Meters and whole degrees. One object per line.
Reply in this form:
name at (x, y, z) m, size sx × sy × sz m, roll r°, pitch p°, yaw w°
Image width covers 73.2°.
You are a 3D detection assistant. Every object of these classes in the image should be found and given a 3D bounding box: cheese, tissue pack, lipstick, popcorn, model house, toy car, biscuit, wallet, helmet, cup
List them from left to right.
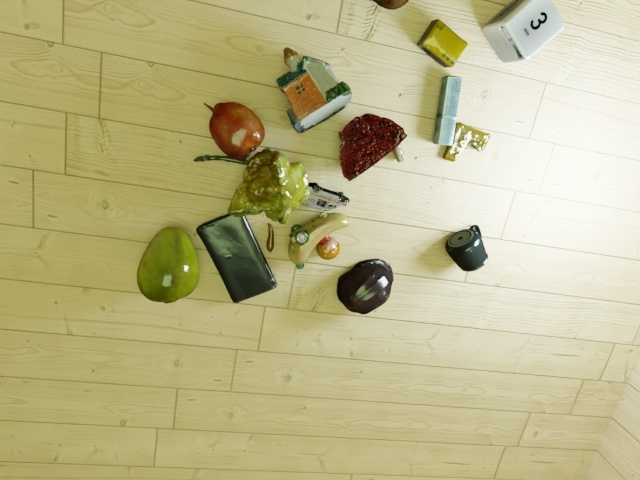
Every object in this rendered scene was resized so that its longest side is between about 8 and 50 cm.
wallet at (-0.376, 0.078, 1.960) m, size 0.228 × 0.062 × 0.406 m, roll -22°, pitch 111°, yaw -1°
popcorn at (-0.187, -0.197, 1.767) m, size 0.321 × 0.325 × 0.290 m, roll -49°, pitch 150°, yaw 21°
model house at (-0.055, -0.631, 1.737) m, size 0.271 × 0.190 × 0.300 m, roll -30°, pitch 94°, yaw 6°
toy car at (0.022, -0.182, 1.917) m, size 0.210 × 0.089 × 0.108 m, roll 17°, pitch 105°, yaw -11°
helmet at (0.226, 0.228, 2.037) m, size 0.305 × 0.177 × 0.225 m, roll -34°, pitch 107°, yaw 5°
cheese at (0.323, -0.434, 1.891) m, size 0.043 × 0.065 × 0.194 m, roll -23°, pitch 111°, yaw 7°
tissue pack at (0.505, -0.813, 1.784) m, size 0.169 × 0.082 × 0.120 m, roll 31°, pitch 100°, yaw -16°
lipstick at (0.553, -0.564, 1.875) m, size 0.078 × 0.076 × 0.289 m, roll 2°, pitch 108°, yaw -8°
biscuit at (0.665, -0.431, 1.955) m, size 0.183 × 0.039 × 0.174 m, roll 12°, pitch 104°, yaw -11°
cup at (0.716, 0.030, 2.061) m, size 0.223 × 0.169 × 0.176 m, roll -48°, pitch 115°, yaw -24°

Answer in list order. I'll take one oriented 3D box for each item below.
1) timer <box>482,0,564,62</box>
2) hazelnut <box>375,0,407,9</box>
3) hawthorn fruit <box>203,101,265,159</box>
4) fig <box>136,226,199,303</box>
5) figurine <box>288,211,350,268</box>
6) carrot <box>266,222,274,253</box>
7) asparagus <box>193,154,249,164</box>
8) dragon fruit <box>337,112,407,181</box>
timer at (0.820, -0.866, 1.753) m, size 0.195 × 0.194 × 0.192 m, roll -42°, pitch 109°, yaw 6°
hazelnut at (0.266, -1.005, 1.634) m, size 0.230 × 0.229 × 0.229 m, roll -2°, pitch 108°, yaw -7°
hawthorn fruit at (-0.352, -0.457, 1.716) m, size 0.210 × 0.210 × 0.262 m, roll -42°, pitch 101°, yaw 6°
fig at (-0.645, 0.104, 1.834) m, size 0.258 × 0.258 × 0.326 m, roll 5°, pitch 94°, yaw -10°
figurine at (0.000, 0.000, 1.958) m, size 0.325 × 0.124 × 0.222 m, roll -31°, pitch 110°, yaw -2°
carrot at (-0.229, -0.011, 1.968) m, size 0.035 × 0.035 × 0.142 m, roll 1°, pitch 100°, yaw -9°
asparagus at (-0.419, -0.344, 1.833) m, size 0.236 × 0.027 × 0.034 m, roll 3°, pitch 97°, yaw -10°
dragon fruit at (0.196, -0.424, 1.845) m, size 0.317 × 0.152 × 0.205 m, roll -36°, pitch 91°, yaw 18°
